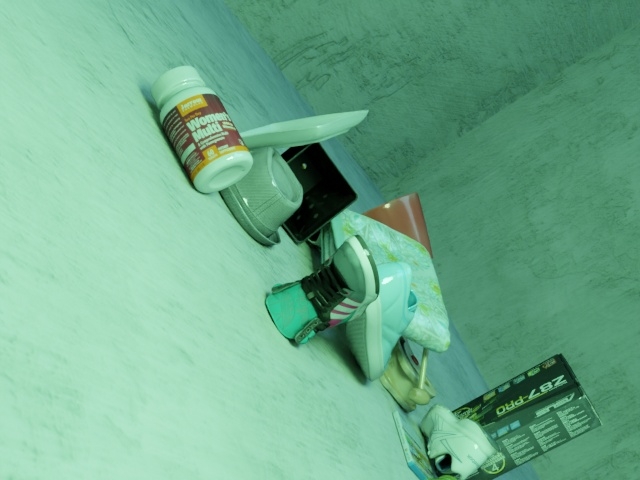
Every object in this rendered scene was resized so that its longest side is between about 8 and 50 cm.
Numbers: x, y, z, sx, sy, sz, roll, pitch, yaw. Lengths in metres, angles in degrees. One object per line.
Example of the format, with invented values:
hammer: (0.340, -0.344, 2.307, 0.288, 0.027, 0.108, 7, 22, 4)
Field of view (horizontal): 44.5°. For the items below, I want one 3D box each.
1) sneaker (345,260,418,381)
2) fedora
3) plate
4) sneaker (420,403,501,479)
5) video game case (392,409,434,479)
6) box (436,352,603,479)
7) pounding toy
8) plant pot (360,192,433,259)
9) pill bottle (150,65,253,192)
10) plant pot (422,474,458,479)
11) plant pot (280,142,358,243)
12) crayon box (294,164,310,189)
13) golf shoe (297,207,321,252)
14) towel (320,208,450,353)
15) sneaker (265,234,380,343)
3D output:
sneaker: (0.141, 0.175, 1.642, 0.366, 0.150, 0.135, 88, -21, -56)
fedora: (-0.121, -0.119, 1.664, 0.244, 0.124, 0.275, 54, 11, -18)
plate: (-0.059, -0.252, 1.826, 0.277, 0.277, 0.045, -33, 116, -58)
sneaker: (0.293, 0.467, 1.816, 0.111, 0.129, 0.297, 48, -13, -7)
video game case: (0.212, 0.472, 1.748, 0.119, 0.015, 0.166, 52, 12, -29)
box: (0.474, 0.455, 1.950, 0.097, 0.394, 0.318, 58, 12, -6)
pounding toy: (0.234, 0.312, 1.924, 0.154, 0.154, 0.270, 43, 18, -38)
plant pot: (0.266, -0.008, 2.783, 0.275, 0.274, 0.243, -4, 72, -78)
pill bottle: (-0.226, -0.209, 1.464, 0.221, 0.121, 0.121, 60, 11, 14)
plant pot: (0.238, 0.517, 1.596, 0.079, 0.083, 0.083, 29, 28, -44)
plant pot: (-0.053, -0.139, 1.922, 0.188, 0.187, 0.167, 52, -1, -26)
crayon box: (-0.005, -0.081, 2.181, 0.323, 0.083, 0.203, 52, 12, -28)
golf shoe: (0.000, 0.000, 2.034, 0.198, 0.077, 0.094, 46, 25, -21)
towel: (0.153, 0.079, 1.888, 0.320, 0.090, 0.375, 25, 29, -17)
sneaker: (-0.006, 0.096, 1.408, 0.124, 0.178, 0.296, 62, -18, 21)
